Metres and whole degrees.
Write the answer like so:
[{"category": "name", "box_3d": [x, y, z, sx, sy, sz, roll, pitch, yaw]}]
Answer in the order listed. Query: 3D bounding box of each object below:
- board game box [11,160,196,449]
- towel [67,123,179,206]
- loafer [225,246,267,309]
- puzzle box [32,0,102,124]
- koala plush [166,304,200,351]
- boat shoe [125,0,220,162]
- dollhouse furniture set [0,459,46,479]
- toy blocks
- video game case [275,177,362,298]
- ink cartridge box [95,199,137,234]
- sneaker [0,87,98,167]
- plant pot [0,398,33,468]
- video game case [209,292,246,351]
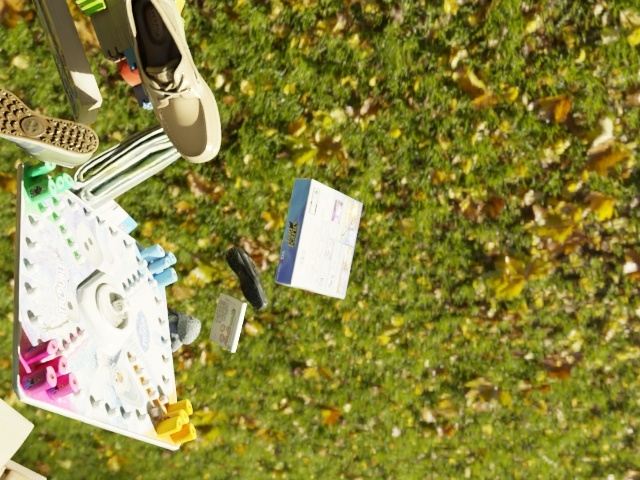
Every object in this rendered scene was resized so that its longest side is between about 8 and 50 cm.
[{"category": "board game box", "box_3d": [-0.334, 0.110, 1.083, 0.050, 0.389, 0.390, -21, 148, 11]}, {"category": "towel", "box_3d": [-0.471, -0.149, 1.515, 0.375, 0.321, 0.090, -18, 106, 54]}, {"category": "loafer", "box_3d": [-0.218, 0.114, 2.096, 0.078, 0.223, 0.076, -9, 152, -48]}, {"category": "puzzle box", "box_3d": [-0.656, -0.510, 1.696, 0.272, 0.052, 0.408, -8, 102, 67]}, {"category": "koala plush", "box_3d": [-0.465, 0.288, 1.867, 0.196, 0.221, 0.203, 27, 167, -5]}, {"category": "boat shoe", "box_3d": [-0.291, -0.308, 1.272, 0.122, 0.110, 0.340, -19, 100, 9]}, {"category": "dollhouse furniture set", "box_3d": [-0.630, 0.560, 1.194, 0.356, 0.303, 0.174, 39, 139, -20]}, {"category": "toy blocks", "box_3d": [-0.394, -0.427, 1.561, 0.191, 0.381, 0.260, -20, 89, 13]}, {"category": "video game case", "box_3d": [0.000, 0.000, 1.735, 0.061, 0.269, 0.244, 6, 172, 37]}, {"category": "ink cartridge box", "box_3d": [-0.601, -0.066, 1.754, 0.140, 0.082, 0.190, -43, 133, -9]}, {"category": "sneaker", "box_3d": [-0.415, -0.150, 0.933, 0.192, 0.064, 0.086, 21, 155, -23]}, {"category": "plant pot", "box_3d": [-0.495, 0.282, 0.937, 0.109, 0.096, 0.109, -13, 132, 19]}, {"category": "video game case", "box_3d": [-0.293, 0.256, 2.103, 0.019, 0.157, 0.143, 12, -178, -39]}]
